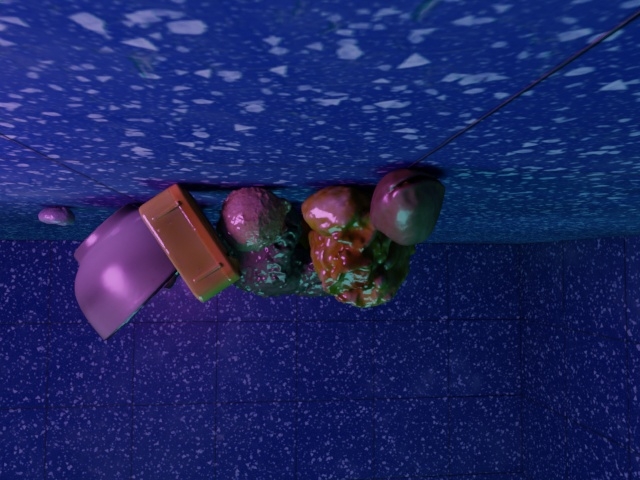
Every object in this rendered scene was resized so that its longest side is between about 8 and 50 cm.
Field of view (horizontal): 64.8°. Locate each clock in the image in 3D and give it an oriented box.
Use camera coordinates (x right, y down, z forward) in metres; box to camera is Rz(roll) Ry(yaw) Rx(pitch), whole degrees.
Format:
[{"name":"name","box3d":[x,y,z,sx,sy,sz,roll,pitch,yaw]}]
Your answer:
[{"name":"clock","box3d":[-0.232,0.005,0.924,0.096,0.202,0.143,-35,-178,-5]}]

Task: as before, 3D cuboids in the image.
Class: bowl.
[{"name":"bowl","box3d":[-0.440,0.038,1.181,0.185,0.354,0.354,45,165,-12]}]

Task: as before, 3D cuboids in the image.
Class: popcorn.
[{"name":"popcorn","box3d":[0.078,0.016,0.971,0.173,0.226,0.285,-5,176,29]}]

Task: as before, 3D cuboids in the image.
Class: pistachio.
[{"name":"pistachio","box3d":[0.134,-0.054,0.779,0.126,0.108,0.185,-24,164,13]}]

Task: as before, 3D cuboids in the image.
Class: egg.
[{"name":"egg","box3d":[-0.125,-0.040,0.928,0.140,0.116,0.118,-38,139,29]}]

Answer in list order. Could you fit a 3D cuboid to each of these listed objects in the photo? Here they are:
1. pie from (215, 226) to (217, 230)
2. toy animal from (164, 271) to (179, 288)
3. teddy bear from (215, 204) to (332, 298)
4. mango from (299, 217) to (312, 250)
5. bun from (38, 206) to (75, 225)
[{"name":"pie","box3d":[-0.236,-0.019,1.818,0.338,0.083,0.339,0,175,0]},{"name":"toy animal","box3d":[-0.409,0.004,1.447,0.121,0.233,0.169,12,-147,-21]},{"name":"teddy bear","box3d":[-0.069,0.051,1.345,0.367,0.225,0.357,14,169,-36]},{"name":"mango","box3d":[0.000,0.000,1.523,0.331,0.143,0.195,-1,-177,19]},{"name":"bun","box3d":[-0.652,-0.062,1.250,0.083,0.045,0.083,2,175,0]}]
